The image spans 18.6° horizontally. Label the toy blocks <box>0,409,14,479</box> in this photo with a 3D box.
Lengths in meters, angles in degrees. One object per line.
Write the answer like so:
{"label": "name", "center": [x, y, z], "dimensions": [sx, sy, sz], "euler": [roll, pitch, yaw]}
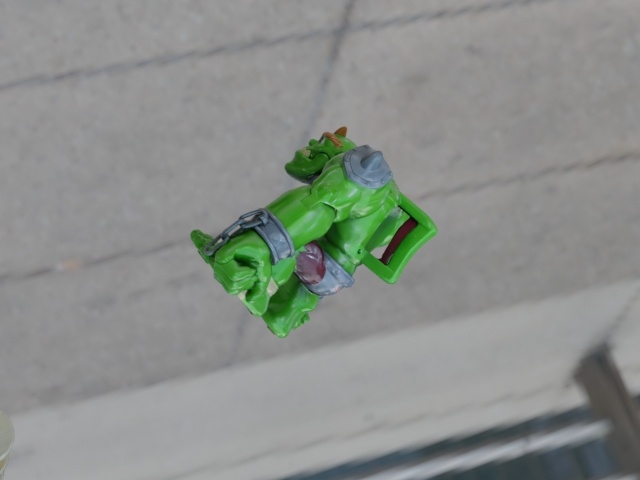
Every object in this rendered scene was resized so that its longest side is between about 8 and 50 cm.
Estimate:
{"label": "toy blocks", "center": [-0.288, 0.215, 1.606], "dimensions": [0.054, 0.123, 0.148], "euler": [8, 155, -11]}

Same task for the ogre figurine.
{"label": "ogre figurine", "center": [0.000, 0.000, 1.162], "dimensions": [0.118, 0.097, 0.197], "euler": [-39, 147, 0]}
